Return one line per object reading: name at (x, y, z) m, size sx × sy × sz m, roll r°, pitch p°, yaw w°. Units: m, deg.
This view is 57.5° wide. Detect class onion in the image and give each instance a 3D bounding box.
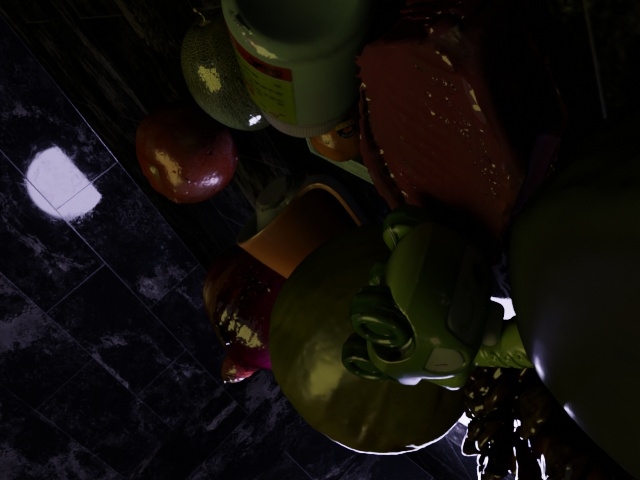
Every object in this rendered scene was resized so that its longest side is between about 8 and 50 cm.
onion at (-0.130, 0.192, 1.366) m, size 0.348 × 0.385 × 0.348 m, roll 27°, pitch -161°, yaw -10°

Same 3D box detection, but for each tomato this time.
tomato at (-0.262, -0.181, 1.171) m, size 0.208 × 0.184 × 0.208 m, roll 36°, pitch 149°, yaw 27°

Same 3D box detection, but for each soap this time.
soap at (0.131, -0.109, 0.551) m, size 0.182 × 0.112 × 0.289 m, roll 32°, pitch 158°, yaw 23°

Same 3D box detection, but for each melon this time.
melon at (-0.116, -0.234, 0.791) m, size 0.139 × 0.139 × 0.192 m, roll 31°, pitch 162°, yaw 40°

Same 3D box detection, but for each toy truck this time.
toy truck at (0.125, 0.083, 0.602) m, size 0.210 × 0.148 × 0.187 m, roll 27°, pitch 148°, yaw -6°

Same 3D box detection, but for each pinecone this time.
pinecone at (0.290, 0.205, 0.667) m, size 0.309 × 0.244 × 0.244 m, roll 26°, pitch 160°, yaw 5°

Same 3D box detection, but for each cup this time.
cup at (0.000, 0.000, 1.049) m, size 0.264 × 0.182 × 0.226 m, roll 44°, pitch 133°, yaw -17°

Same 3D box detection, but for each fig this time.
fig at (0.088, 0.122, 0.851) m, size 0.343 × 0.343 × 0.343 m, roll 41°, pitch 162°, yaw 16°

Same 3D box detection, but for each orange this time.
orange at (0.024, -0.144, 0.767) m, size 0.083 × 0.083 × 0.083 m, roll 41°, pitch 162°, yaw 16°

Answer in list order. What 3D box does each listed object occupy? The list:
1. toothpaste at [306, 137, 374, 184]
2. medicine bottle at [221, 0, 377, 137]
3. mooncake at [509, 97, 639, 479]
toothpaste at (0.047, -0.120, 0.819) m, size 0.164 × 0.046 × 0.034 m, roll 33°, pitch 156°, yaw 37°
medicine bottle at (-0.018, -0.199, 0.603) m, size 0.139 × 0.139 × 0.225 m, roll 44°, pitch 174°, yaw 7°
mooncake at (0.303, 0.053, 0.373) m, size 0.356 × 0.194 × 0.356 m, roll 44°, pitch 161°, yaw 19°
